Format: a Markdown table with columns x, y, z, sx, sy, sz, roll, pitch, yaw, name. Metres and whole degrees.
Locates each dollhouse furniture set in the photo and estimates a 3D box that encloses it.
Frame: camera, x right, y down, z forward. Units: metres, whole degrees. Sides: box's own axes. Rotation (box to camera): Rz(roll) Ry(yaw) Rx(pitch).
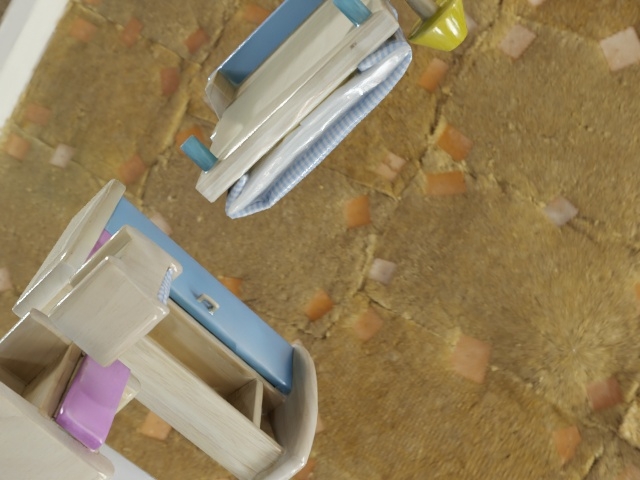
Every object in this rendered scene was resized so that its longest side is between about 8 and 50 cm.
| x | y | z | sx | sy | sz | roll | pitch | yaw | name |
| --- | --- | --- | --- | --- | --- | --- | --- | --- | --- |
| 0.000 | 0.000 | 0.458 | 0.303 | 0.286 | 0.198 | -42 | -71 | 16 | dollhouse furniture set |
